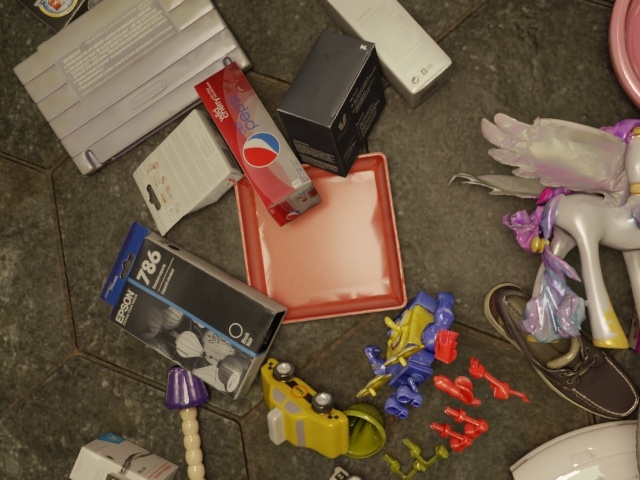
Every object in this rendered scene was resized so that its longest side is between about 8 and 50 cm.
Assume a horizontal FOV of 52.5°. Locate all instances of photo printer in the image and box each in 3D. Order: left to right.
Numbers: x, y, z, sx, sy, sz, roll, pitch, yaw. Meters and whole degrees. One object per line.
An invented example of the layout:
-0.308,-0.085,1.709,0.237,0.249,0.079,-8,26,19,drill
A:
0.446,0.438,0.986,0.256,0.107,0.307,-22,86,6,photo printer

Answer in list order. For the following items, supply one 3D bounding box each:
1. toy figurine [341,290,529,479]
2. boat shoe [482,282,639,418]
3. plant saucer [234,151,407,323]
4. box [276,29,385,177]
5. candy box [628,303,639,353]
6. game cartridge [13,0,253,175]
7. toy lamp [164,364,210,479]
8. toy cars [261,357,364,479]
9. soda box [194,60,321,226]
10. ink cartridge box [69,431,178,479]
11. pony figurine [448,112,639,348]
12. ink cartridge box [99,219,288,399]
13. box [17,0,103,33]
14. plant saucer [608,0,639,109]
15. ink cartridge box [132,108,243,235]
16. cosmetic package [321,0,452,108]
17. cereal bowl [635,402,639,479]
0.159,0.196,1.027,0.191,0.217,0.362,24,137,-6,toy figurine
0.375,0.176,1.008,0.285,0.092,0.103,44,95,7,boat shoe
0.000,0.000,1.091,0.259,0.048,0.258,-8,88,7,plant saucer
0.023,-0.209,1.010,0.093,0.158,0.156,22,73,19,box
0.608,0.115,0.986,0.233,0.071,0.159,11,91,9,candy box
-0.323,-0.301,1.121,0.355,0.068,0.230,-31,91,7,game cartridge
-0.215,0.348,1.103,0.080,0.080,0.274,-7,91,8,toy lamp
0.011,0.362,1.015,0.087,0.176,0.393,-29,83,-33,toy cars
-0.102,-0.157,1.049,0.083,0.092,0.263,-32,68,1,soda box
-0.314,0.400,1.101,0.180,0.104,0.060,23,91,8,ink cartridge box
0.376,-0.034,0.919,0.351,0.303,0.363,2,85,-1,pony figurine
-0.234,0.109,1.088,0.333,0.065,0.165,27,99,16,ink cartridge box
-0.450,-0.526,1.159,0.216,0.060,0.270,39,95,8,box
0.607,-0.312,0.989,0.332,0.084,0.332,0,88,9,plant saucer
-0.231,-0.113,1.121,0.179,0.045,0.145,-40,67,24,ink cartridge box
0.105,-0.331,1.047,0.085,0.117,0.231,-40,85,5,cosmetic package
0.529,0.244,0.858,0.339,0.141,0.339,-3,96,-31,cereal bowl
